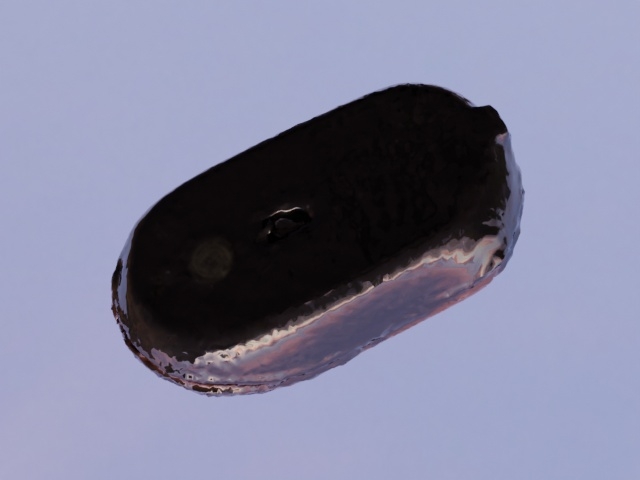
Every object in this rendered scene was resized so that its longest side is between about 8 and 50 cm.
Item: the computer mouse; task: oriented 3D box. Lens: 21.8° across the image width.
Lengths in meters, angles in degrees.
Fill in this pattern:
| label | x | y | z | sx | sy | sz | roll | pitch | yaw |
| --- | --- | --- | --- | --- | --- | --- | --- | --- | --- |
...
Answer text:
| label | x | y | z | sx | sy | sz | roll | pitch | yaw |
| --- | --- | --- | --- | --- | --- | --- | --- | --- | --- |
| computer mouse | 0.000 | 0.002 | 1.237 | 0.323 | 0.116 | 0.183 | -25 | -115 | 0 |
